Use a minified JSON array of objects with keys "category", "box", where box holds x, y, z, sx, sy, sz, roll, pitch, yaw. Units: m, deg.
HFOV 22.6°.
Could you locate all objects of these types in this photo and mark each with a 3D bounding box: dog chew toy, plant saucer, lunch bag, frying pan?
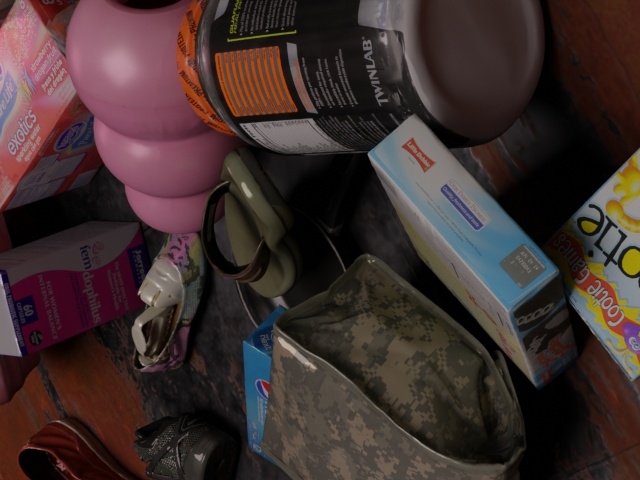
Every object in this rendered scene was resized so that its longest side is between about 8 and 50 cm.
[{"category":"dog chew toy","box":[-0.166,-0.143,1.774,0.206,0.206,0.332,33,143,34]},{"category":"plant saucer","box":[-0.450,0.055,2.173,0.332,0.084,0.332,164,90,-79]},{"category":"lunch bag","box":[0.091,0.195,1.635,0.287,0.169,0.235,39,146,25]},{"category":"frying pan","box":[-0.021,-0.009,1.780,0.197,0.053,0.326,28,126,36]}]

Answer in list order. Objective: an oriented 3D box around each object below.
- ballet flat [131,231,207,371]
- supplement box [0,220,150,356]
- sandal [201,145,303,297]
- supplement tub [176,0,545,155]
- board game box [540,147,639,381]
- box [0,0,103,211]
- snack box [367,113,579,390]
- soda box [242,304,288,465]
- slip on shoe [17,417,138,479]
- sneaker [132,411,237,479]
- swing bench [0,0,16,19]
[{"category":"ballet flat","box":[-0.194,0.082,1.991,0.077,0.079,0.221,39,132,30]},{"category":"supplement box","box":[-0.331,0.057,2.021,0.114,0.220,0.111,0,108,46]},{"category":"sandal","box":[-0.086,-0.012,1.685,0.120,0.086,0.303,50,169,16]},{"category":"supplement tub","box":[0.027,-0.186,1.532,0.338,0.207,0.207,2,108,47]},{"category":"board game box","box":[0.331,-0.028,1.319,0.142,0.144,0.275,54,138,15]},{"category":"box","box":[-0.323,-0.179,1.958,0.142,0.154,0.300,57,139,12]},{"category":"snack box","box":[0.147,0.021,1.459,0.187,0.060,0.322,50,178,20]},{"category":"soda box","box":[-0.038,0.173,1.821,0.071,0.067,0.210,30,146,23]},{"category":"slip on shoe","box":[-0.300,0.373,2.222,0.331,0.101,0.123,38,130,28]},{"category":"sneaker","box":[-0.186,0.316,2.085,0.130,0.087,0.227,36,127,34]},{"category":"swing bench","box":[-0.396,-0.390,1.865,0.165,0.253,0.255,-37,79,49]}]
